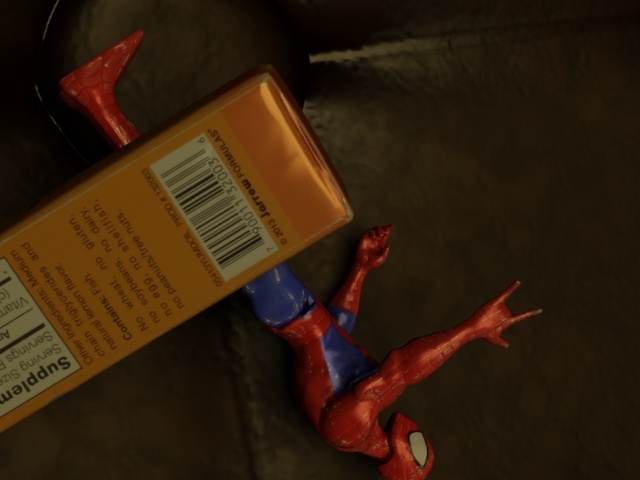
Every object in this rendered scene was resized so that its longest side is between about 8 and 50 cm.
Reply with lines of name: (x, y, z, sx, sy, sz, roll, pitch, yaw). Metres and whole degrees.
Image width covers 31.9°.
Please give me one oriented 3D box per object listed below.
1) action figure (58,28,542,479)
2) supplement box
action figure: (0.000, 0.000, 0.591, 0.139, 0.091, 0.280, -35, 100, -8)
supplement box: (-0.103, 0.012, 0.503, 0.233, 0.078, 0.080, -29, 102, 5)
